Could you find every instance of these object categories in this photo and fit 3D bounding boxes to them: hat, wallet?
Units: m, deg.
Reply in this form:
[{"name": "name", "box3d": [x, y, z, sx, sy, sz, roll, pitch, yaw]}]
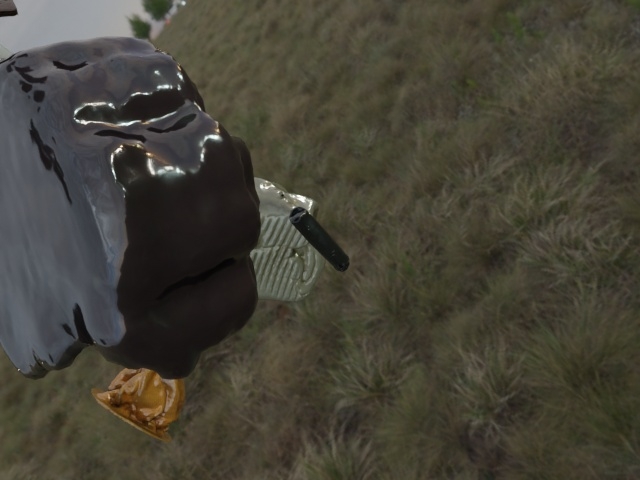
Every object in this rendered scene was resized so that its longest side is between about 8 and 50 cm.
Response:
[{"name": "hat", "box3d": [-0.430, 0.354, 1.694, 0.233, 0.233, 0.244, -57, 31, -11]}, {"name": "wallet", "box3d": [-0.730, -0.489, 1.354, 0.095, 0.176, 0.026, 54, 144, 33]}]

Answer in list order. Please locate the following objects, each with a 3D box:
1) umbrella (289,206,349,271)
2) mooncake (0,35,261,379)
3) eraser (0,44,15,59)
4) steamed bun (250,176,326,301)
[{"name": "umbrella", "box3d": [0.000, 0.001, 0.963, 0.031, 0.133, 0.036, -19, 40, 34]}, {"name": "mooncake", "box3d": [-0.232, -0.029, 0.693, 0.381, 0.350, 0.212, 8, 25, 43]}, {"name": "eraser", "box3d": [-0.390, -0.170, 0.898, 0.157, 0.230, 0.038, -26, 38, 48]}, {"name": "steamed bun", "box3d": [-0.158, -0.019, 1.766, 0.255, 0.368, 0.342, -81, 9, -57]}]
